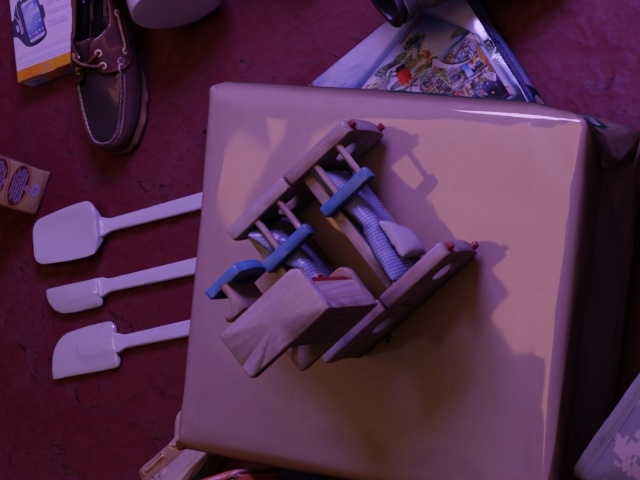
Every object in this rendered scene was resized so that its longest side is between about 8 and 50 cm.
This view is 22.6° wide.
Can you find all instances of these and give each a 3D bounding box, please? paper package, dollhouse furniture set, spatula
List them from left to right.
[{"bbox_3d":[-0.177,0.033,1.555,0.242,0.019,0.168,-14,76,29],"label":"spatula"},{"bbox_3d":[0.000,0.000,1.120,0.129,0.184,0.129,-43,74,19],"label":"dollhouse furniture set"},{"bbox_3d":[0.069,0.036,1.282,0.325,0.168,0.309,7,95,26],"label":"paper package"}]

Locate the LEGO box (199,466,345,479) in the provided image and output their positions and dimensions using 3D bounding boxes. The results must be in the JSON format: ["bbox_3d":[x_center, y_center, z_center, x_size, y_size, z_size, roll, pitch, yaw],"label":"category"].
[{"bbox_3d":[-0.182,0.442,1.401,0.500,0.193,0.372,-21,73,27],"label":"LEGO box"}]

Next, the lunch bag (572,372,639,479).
[{"bbox_3d":[0.349,0.144,1.137,0.235,0.169,0.287,43,101,28],"label":"lunch bag"}]

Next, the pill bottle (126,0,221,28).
[{"bbox_3d":[-0.164,-0.318,1.532,0.121,0.121,0.216,-26,71,26],"label":"pill bottle"}]

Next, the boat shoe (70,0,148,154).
[{"bbox_3d":[-0.217,-0.189,1.577,0.073,0.073,0.207,-9,81,27],"label":"boat shoe"}]

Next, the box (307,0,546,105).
[{"bbox_3d":[0.070,-0.100,1.407,0.233,0.044,0.159,-37,68,22],"label":"box"}]

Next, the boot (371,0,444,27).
[{"bbox_3d":[0.088,-0.309,1.357,0.161,0.083,0.246,-14,74,-9],"label":"boot"}]

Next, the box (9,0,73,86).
[{"bbox_3d":[-0.280,-0.234,1.646,0.081,0.028,0.136,-15,74,29],"label":"box"}]

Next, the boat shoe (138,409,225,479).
[{"bbox_3d":[-0.110,0.177,1.469,0.059,0.063,0.170,48,109,20],"label":"boat shoe"}]

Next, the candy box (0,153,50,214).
[{"bbox_3d":[-0.370,-0.079,1.586,0.109,0.187,0.053,19,91,32],"label":"candy box"}]
